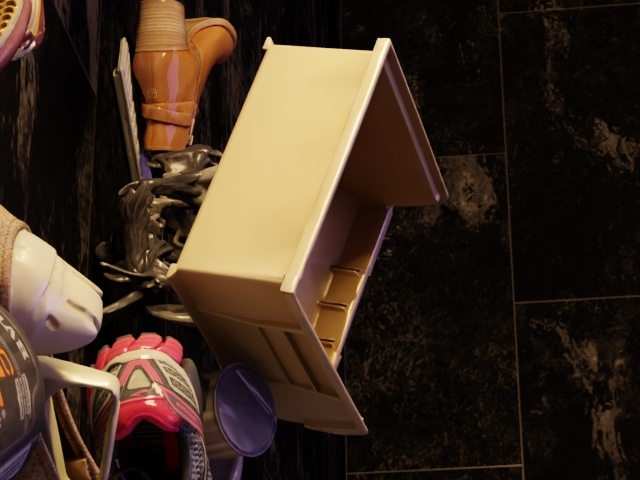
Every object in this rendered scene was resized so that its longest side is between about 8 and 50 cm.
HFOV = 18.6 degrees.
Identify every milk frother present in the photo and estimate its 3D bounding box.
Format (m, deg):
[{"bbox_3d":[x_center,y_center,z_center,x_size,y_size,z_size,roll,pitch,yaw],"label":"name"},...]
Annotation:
[{"bbox_3d":[-0.127,0.183,1.682,0.129,0.135,0.143,16,64,-50],"label":"milk frother"}]

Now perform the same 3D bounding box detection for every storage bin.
[{"bbox_3d":[0.000,0.000,1.739,0.260,0.123,0.262,63,40,-52],"label":"storage bin"}]

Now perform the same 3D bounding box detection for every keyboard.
[{"bbox_3d":[-0.176,-0.071,1.935,0.072,0.014,0.256,-83,168,-58],"label":"keyboard"}]

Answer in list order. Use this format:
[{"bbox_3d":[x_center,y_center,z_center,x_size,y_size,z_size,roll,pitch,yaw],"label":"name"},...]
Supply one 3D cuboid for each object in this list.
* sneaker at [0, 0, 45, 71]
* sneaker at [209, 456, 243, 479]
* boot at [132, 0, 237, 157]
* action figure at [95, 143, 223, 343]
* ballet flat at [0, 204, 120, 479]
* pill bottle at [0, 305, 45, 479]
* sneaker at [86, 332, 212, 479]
[{"bbox_3d":[-0.219,-0.145,1.337,0.185,0.070,0.084,-85,164,-48],"label":"sneaker"},{"bbox_3d":[-0.127,0.293,1.816,0.169,0.108,0.292,80,19,-55],"label":"sneaker"},{"bbox_3d":[-0.139,-0.151,1.967,0.197,0.073,0.152,10,78,-69],"label":"boot"},{"bbox_3d":[-0.123,0.002,1.780,0.275,0.141,0.164,-68,165,-67],"label":"action figure"},{"bbox_3d":[-0.191,0.078,1.306,0.107,0.106,0.316,-84,168,-56],"label":"ballet flat"},{"bbox_3d":[-0.215,0.088,0.983,0.245,0.130,0.130,-49,135,-82],"label":"pill bottle"},{"bbox_3d":[-0.138,0.229,1.590,0.112,0.121,0.299,-105,-175,-65],"label":"sneaker"}]
